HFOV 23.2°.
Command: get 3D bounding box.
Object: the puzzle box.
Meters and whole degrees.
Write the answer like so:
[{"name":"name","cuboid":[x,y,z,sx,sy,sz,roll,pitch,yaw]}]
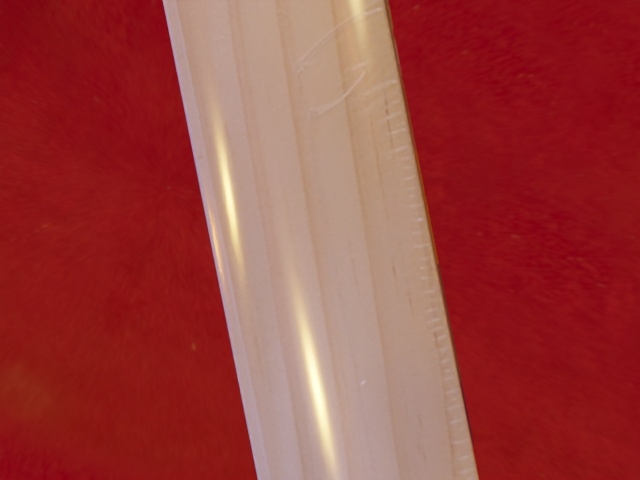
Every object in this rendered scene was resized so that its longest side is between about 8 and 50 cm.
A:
[{"name":"puzzle box","cuboid":[0.000,0.000,0.542,0.052,0.409,0.272,-12,92,0]}]
